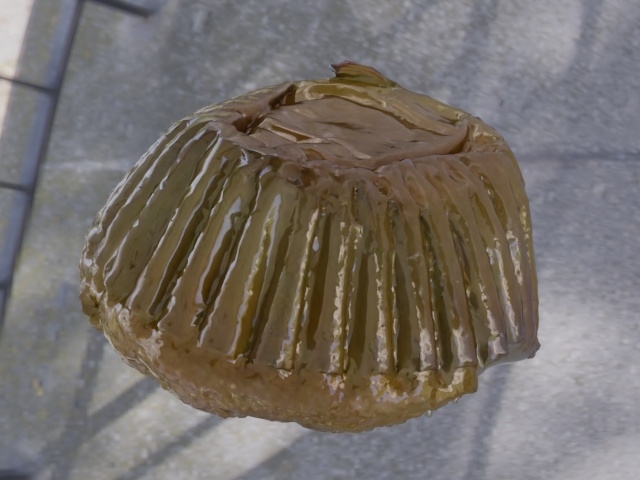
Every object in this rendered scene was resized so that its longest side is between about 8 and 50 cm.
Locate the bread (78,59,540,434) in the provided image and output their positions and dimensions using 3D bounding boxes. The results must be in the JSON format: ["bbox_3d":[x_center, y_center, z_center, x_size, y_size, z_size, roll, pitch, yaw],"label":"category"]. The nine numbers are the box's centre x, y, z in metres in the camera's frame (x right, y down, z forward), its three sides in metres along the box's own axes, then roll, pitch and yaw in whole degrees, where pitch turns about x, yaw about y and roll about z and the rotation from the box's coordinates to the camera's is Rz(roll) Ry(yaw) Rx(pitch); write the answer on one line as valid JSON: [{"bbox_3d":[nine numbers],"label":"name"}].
[{"bbox_3d":[0.000,0.000,0.830,0.274,0.274,0.149,26,119,35],"label":"bread"}]
